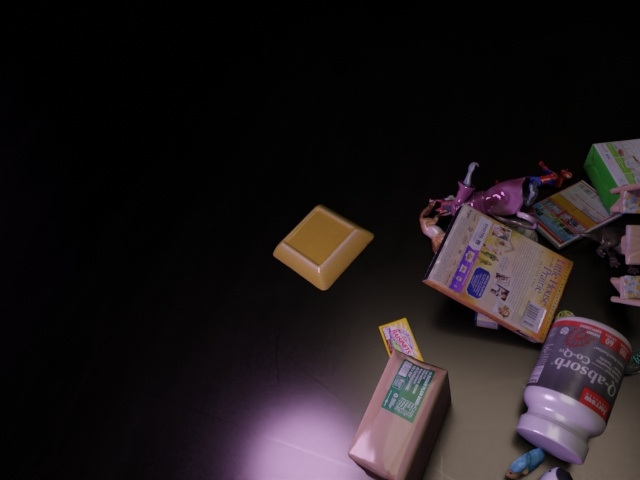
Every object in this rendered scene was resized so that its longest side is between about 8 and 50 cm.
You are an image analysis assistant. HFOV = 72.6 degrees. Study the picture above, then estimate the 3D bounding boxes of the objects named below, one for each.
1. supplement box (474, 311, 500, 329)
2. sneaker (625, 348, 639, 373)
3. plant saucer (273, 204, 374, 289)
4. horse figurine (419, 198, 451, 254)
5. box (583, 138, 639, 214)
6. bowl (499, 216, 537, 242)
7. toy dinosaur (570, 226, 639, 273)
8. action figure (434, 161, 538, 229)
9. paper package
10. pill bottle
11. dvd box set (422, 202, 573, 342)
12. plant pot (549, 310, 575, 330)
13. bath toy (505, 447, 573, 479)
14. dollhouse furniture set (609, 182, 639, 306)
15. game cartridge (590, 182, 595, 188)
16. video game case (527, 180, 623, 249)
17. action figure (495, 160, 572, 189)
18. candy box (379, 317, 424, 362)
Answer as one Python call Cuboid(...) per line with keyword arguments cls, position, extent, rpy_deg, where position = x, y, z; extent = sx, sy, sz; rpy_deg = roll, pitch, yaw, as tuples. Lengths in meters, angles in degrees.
Cuboid(cls="supplement box", position=(0.578, 0.252, 1.495), extent=(0.083, 0.056, 0.083), rpy_deg=(8, 59, 23))
Cuboid(cls="sneaker", position=(0.963, 0.338, 1.292), extent=(0.167, 0.076, 0.065), rpy_deg=(-26, 51, 0))
Cuboid(cls="plant saucer", position=(0.000, 0.000, 1.856), extent=(0.333, 0.081, 0.333), rpy_deg=(32, 71, 33))
Cuboid(cls="horse figurine", position=(0.475, -0.047, 1.739), extent=(0.175, 0.066, 0.263), rpy_deg=(-25, 54, -7))
Cuboid(cls="box", position=(1.147, -0.241, 1.593), extent=(0.231, 0.126, 0.261), rpy_deg=(-6, 52, 5))
Cuboid(cls="bowl", position=(0.725, -0.031, 1.633), extent=(0.170, 0.080, 0.170), rpy_deg=(-9, 53, 12))
Cuboid(cls="toy dinosaur", position=(1.032, 0.013, 1.497), extent=(0.314, 0.121, 0.160), rpy_deg=(8, 47, 29))
Cuboid(cls="action figure", position=(0.617, -0.130, 1.643), extent=(0.370, 0.248, 0.275), rpy_deg=(-9, 63, 30))
Cuboid(cls="paper package", position=(0.240, 0.530, 1.251), extent=(0.168, 0.309, 0.324), rpy_deg=(18, 62, 28))
Cuboid(cls="pill bottle", position=(0.712, 0.417, 1.236), extent=(0.210, 0.210, 0.362), rpy_deg=(22, 66, 30))
Cuboid(cls="dvd box set", position=(0.592, 0.105, 1.449), extent=(0.421, 0.062, 0.307), rpy_deg=(28, 75, 1))
Cuboid(cls="plant pot", position=(0.786, 0.264, 1.402), extent=(0.083, 0.079, 0.083), rpy_deg=(-8, 54, 12))
Cuboid(cls="bath toy", position=(0.646, 0.705, 1.105), extent=(0.151, 0.129, 0.348), rpy_deg=(-41, 54, -6))
Cuboid(cls="dollhouse furniture set", position=(1.111, 0.015, 1.269), extent=(0.395, 0.256, 0.361), rpy_deg=(1, 89, -2))
Cuboid(cls="game cartridge", position=(1.095, -0.221, 1.684), extent=(0.083, 0.017, 0.056), rpy_deg=(-26, 55, -1))
Cuboid(cls="video game case", position=(0.939, -0.101, 1.633), extent=(0.285, 0.025, 0.204), rpy_deg=(-26, 52, -6))
Cuboid(cls="action figure", position=(0.848, -0.252, 1.718), extent=(0.281, 0.139, 0.091), rpy_deg=(-9, 55, 10))
Cuboid(cls="candy box", position=(0.286, 0.378, 1.523), extent=(0.105, 0.027, 0.205), rpy_deg=(-19, 52, 1))
